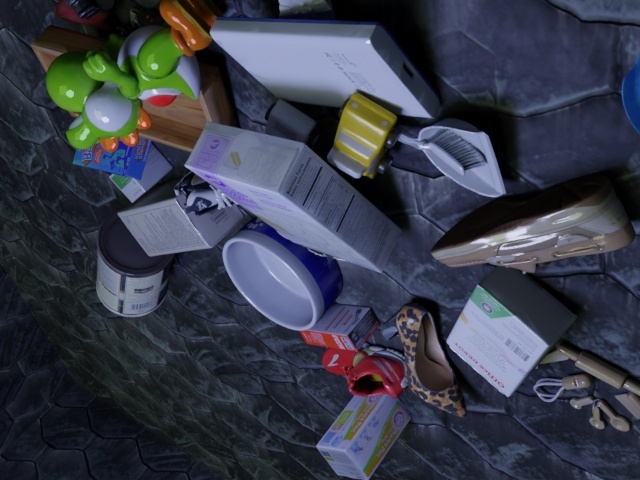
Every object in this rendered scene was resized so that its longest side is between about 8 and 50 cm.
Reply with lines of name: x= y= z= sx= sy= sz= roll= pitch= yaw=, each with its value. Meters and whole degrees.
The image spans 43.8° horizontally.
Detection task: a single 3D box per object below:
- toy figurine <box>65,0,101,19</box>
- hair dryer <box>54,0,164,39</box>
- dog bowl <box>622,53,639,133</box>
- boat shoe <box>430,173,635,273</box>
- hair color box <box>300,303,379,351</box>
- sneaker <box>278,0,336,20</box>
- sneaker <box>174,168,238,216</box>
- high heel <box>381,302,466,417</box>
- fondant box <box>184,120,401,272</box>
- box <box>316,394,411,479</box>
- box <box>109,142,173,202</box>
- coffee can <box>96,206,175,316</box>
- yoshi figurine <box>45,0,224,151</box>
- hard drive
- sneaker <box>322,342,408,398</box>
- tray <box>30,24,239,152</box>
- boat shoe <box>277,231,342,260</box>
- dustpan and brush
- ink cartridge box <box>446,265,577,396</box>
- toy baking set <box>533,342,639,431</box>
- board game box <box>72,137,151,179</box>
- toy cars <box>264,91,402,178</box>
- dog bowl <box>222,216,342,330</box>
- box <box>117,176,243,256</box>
toy figurine: x=-0.346 y=-0.486 z=1.300 sx=0.148 sy=0.209 sz=0.213 roll=56 pitch=146 yaw=-9
hair dryer: x=-0.431 y=-0.416 z=1.605 sx=0.293 sy=0.080 sz=0.224 roll=35 pitch=148 yaw=15
dog bowl: x=0.425 y=-0.224 z=0.858 sx=0.166 sy=0.074 sz=0.297 roll=21 pitch=141 yaw=33
boat shoe: x=0.308 y=0.002 z=1.214 sx=0.110 sy=0.121 sz=0.341 roll=53 pitch=146 yaw=-13
hair color box: x=0.039 y=0.191 z=1.776 sx=0.167 sy=0.093 sz=0.053 roll=0 pitch=129 yaw=50
sneaker: x=-0.027 y=-0.384 z=1.185 sx=0.090 sy=0.095 sz=0.235 roll=-3 pitch=154 yaw=10
sneaker: x=-0.205 y=-0.091 z=1.661 sx=0.235 sy=0.153 sz=0.094 roll=31 pitch=148 yaw=21
high heel: x=0.234 y=0.247 z=1.611 sx=0.261 sy=0.093 sz=0.186 roll=51 pitch=156 yaw=6
fondant box: x=-0.041 y=-0.073 z=1.390 sx=0.238 sy=0.096 sz=0.330 roll=19 pitch=167 yaw=41
box: x=0.106 y=0.458 z=1.910 sx=0.114 sy=0.203 sz=0.103 roll=-9 pitch=122 yaw=51
box: x=-0.424 y=-0.161 z=1.878 sx=0.087 sy=0.102 sz=0.101 roll=48 pitch=147 yaw=-11
coffee can: x=-0.498 y=0.061 z=2.131 sx=0.201 sy=0.201 sz=0.275 roll=40 pitch=149 yaw=7
yoshi figurine: x=-0.352 y=-0.315 z=1.393 sx=0.362 sy=0.203 sz=0.203 roll=-38 pitch=63 yaw=23
hard drive: x=0.006 y=-0.270 z=1.235 sx=0.318 sy=0.040 sz=0.210 roll=15 pitch=166 yaw=39
sneaker: x=0.090 y=0.298 z=1.820 sx=0.279 sy=0.118 sz=0.107 roll=1 pitch=128 yaw=49
tray: x=-0.365 y=-0.297 z=1.601 sx=0.410 sy=0.076 sz=0.203 roll=18 pitch=150 yaw=21
boat shoe: x=0.000 y=0.000 z=1.608 sx=0.219 sy=0.078 sz=0.070 roll=17 pitch=139 yaw=34
dustpan and brush: x=0.182 y=-0.145 z=1.234 sx=0.211 sy=0.060 sz=0.147 roll=44 pitch=170 yaw=43
ink cartridge box: x=0.326 y=0.157 z=1.393 sx=0.154 sy=0.093 sz=0.212 roll=42 pitch=148 yaw=19
toy baking set: x=0.467 y=0.265 z=1.433 sx=0.256 sy=0.030 sz=0.197 roll=31 pitch=147 yaw=20
board game box: x=-0.464 y=-0.231 z=1.797 sx=0.210 sy=0.160 sz=0.047 roll=13 pitch=178 yaw=40
toy cars: x=-0.004 y=-0.157 z=1.363 sx=0.393 sy=0.087 sz=0.176 roll=8 pitch=146 yaw=53
dog bowl: x=-0.084 y=0.068 z=1.760 sx=0.265 sy=0.104 sz=0.265 roll=30 pitch=147 yaw=22
box: x=-0.337 y=-0.059 z=1.880 sx=0.311 sy=0.121 sz=0.148 roll=-5 pitch=124 yaw=51
